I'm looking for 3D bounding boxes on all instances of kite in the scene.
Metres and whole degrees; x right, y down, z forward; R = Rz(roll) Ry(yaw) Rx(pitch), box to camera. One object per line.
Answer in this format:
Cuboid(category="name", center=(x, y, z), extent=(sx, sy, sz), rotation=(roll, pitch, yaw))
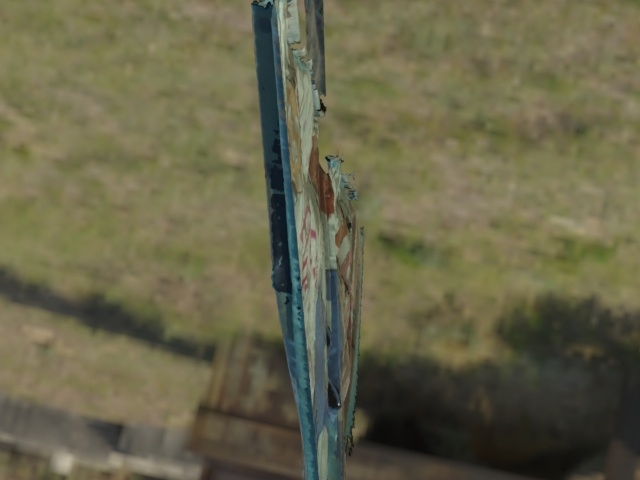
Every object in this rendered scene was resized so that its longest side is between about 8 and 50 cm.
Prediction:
Cuboid(category="kite", center=(-0.001, 0.000, 0.670), extent=(0.014, 0.368, 0.406), rotation=(-2, 172, 4))
